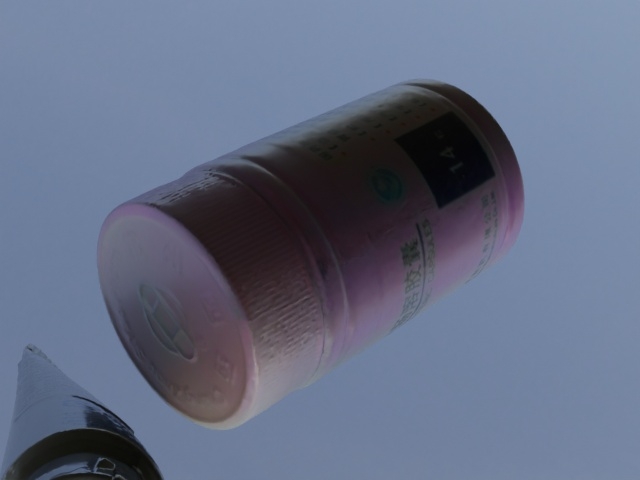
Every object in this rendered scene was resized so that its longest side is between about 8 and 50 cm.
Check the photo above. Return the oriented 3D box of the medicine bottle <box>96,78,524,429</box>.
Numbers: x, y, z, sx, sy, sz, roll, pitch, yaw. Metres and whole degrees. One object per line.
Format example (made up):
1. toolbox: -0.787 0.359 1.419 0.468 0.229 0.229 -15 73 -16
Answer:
1. medicine bottle: 0.000 0.000 0.679 0.254 0.152 0.152 -29 -104 -38

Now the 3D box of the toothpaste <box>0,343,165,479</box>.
1. toothpaste: -0.120 0.113 0.532 0.073 0.299 0.114 -45 -80 -8
